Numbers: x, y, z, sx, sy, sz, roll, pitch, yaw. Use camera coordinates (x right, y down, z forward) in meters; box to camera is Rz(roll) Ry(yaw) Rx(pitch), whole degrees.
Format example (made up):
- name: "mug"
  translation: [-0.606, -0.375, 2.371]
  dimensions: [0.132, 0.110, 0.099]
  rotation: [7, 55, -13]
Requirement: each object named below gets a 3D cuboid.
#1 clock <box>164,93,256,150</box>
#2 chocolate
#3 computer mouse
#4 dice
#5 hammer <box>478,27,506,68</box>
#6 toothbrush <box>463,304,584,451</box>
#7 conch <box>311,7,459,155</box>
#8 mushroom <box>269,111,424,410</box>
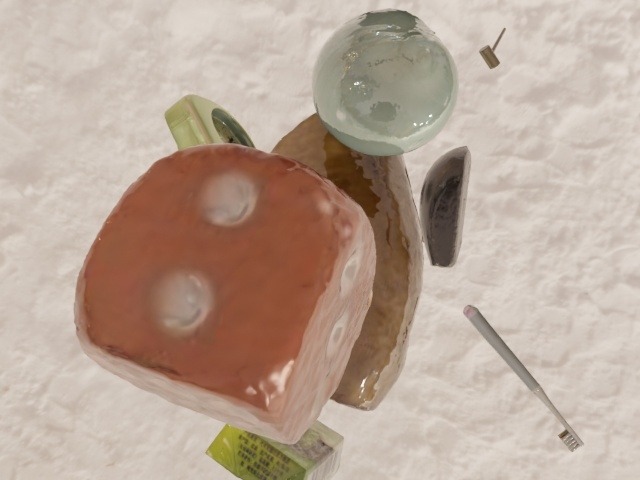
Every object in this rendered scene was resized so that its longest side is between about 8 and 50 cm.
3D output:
- name: "clock"
  translation: [-0.243, -0.230, 1.474]
  dimensions: [0.096, 0.308, 0.235]
  rotation: [-33, 77, 18]
- name: "chocolate"
  translation: [-0.108, 0.569, 1.600]
  dimensions: [0.289, 0.301, 0.137]
  rotation: [27, 101, 21]
- name: "computer mouse"
  translation: [0.270, -0.076, 1.287]
  dimensions: [0.100, 0.170, 0.269]
  rotation: [9, 109, 20]
- name: "dice"
  translation: [-0.066, 0.045, 0.452]
  dimensions: [0.175, 0.174, 0.179]
  rotation: [20, 65, 18]
- name: "hammer"
  translation: [0.291, -0.324, 0.962]
  dimensions: [0.035, 0.019, 0.110]
  rotation: [49, 48, -19]
- name: "toothbrush"
  translation: [0.351, 0.239, 0.998]
  dimensions: [0.030, 0.025, 0.342]
  rotation: [-39, 102, 1]
- name: "conch"
  translation: [0.068, -0.204, 0.725]
  dimensions: [0.221, 0.121, 0.185]
  rotation: [26, 86, 37]
- name: "mushroom"
  translation: [0.036, 0.003, 0.856]
  dimensions: [0.314, 0.224, 0.397]
  rotation: [32, 95, 38]
